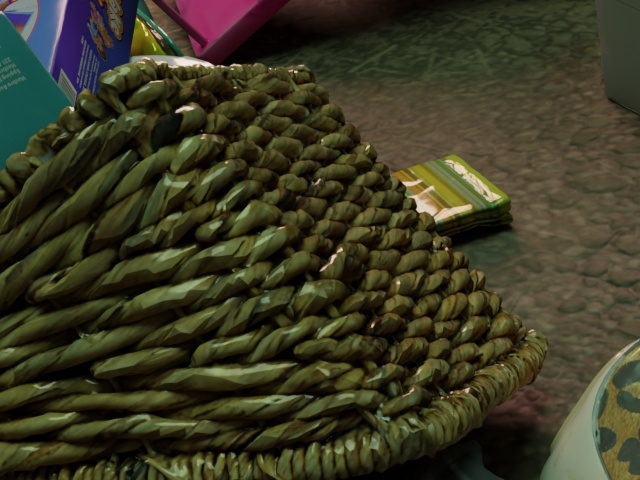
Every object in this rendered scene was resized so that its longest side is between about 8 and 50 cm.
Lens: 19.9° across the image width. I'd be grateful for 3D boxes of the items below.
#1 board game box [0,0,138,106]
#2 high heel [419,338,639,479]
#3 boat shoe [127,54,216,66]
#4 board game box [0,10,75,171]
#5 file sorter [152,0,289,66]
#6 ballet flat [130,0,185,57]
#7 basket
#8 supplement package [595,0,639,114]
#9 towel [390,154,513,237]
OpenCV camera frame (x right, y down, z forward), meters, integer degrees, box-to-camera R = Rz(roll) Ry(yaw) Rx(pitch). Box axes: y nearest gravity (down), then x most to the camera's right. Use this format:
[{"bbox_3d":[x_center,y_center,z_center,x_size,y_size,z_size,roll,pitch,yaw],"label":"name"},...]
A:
[{"bbox_3d":[-0.247,-0.123,1.245,0.233,0.078,0.347,-20,34,15],"label":"board game box"},{"bbox_3d":[0.184,0.138,0.856,0.186,0.093,0.261,41,39,26],"label":"high heel"},{"bbox_3d":[-0.141,-0.055,1.241,0.301,0.102,0.108,6,47,42],"label":"boat shoe"},{"bbox_3d":[-0.290,0.047,0.897,0.253,0.079,0.336,-34,-6,-44],"label":"board game box"},{"bbox_3d":[-0.059,-0.330,1.476,0.290,0.182,0.202,-41,34,12],"label":"file sorter"},{"bbox_3d":[-0.170,-0.167,1.491,0.077,0.077,0.231,-37,33,1],"label":"ballet flat"},{"bbox_3d":[-0.050,0.057,0.909,0.213,0.223,0.299,-42,-6,15],"label":"basket"},{"bbox_3d":[0.302,-0.197,1.241,0.194,0.203,0.149,-22,30,-20],"label":"supplement package"},{"bbox_3d":[0.000,0.000,1.188,0.237,0.021,0.102,-19,25,-12],"label":"towel"}]
